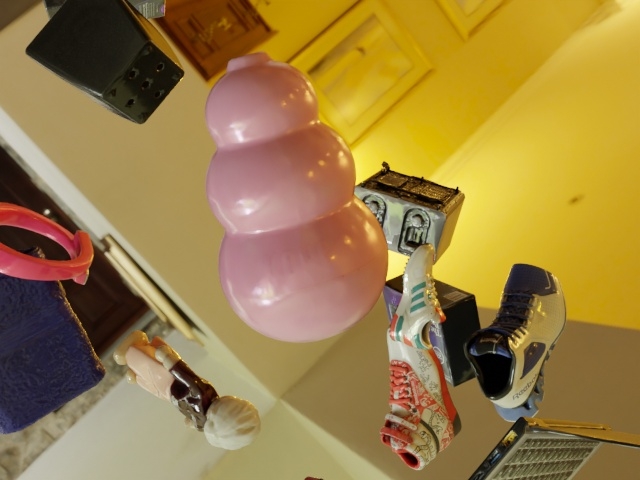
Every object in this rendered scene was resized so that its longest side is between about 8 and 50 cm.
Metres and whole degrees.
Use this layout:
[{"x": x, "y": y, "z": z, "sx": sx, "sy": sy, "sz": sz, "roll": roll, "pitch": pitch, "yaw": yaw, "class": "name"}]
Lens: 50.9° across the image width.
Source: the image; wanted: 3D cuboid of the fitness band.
[{"x": -0.537, "y": 0.003, "z": 1.262, "sx": 0.054, "sy": 0.209, "sz": 0.291, "roll": -64, "pitch": -151, "yaw": 10, "class": "fitness band"}]

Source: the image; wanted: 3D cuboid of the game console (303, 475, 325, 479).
[{"x": -0.016, "y": 0.668, "z": 1.657, "sx": 0.144, "sy": 0.124, "sz": 0.085, "roll": -56, "pitch": 167, "yaw": -27, "class": "game console"}]

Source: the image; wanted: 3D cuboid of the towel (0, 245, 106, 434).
[{"x": -0.565, "y": 0.187, "z": 1.256, "sx": 0.228, "sy": 0.308, "sz": 0.076, "roll": -30, "pitch": -154, "yaw": -23, "class": "towel"}]

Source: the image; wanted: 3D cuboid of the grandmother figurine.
[{"x": -0.238, "y": 0.266, "z": 1.204, "sx": 0.342, "sy": 0.208, "sz": 0.104, "roll": 21, "pitch": -122, "yaw": 39, "class": "grandmother figurine"}]

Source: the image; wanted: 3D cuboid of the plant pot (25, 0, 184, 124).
[{"x": -0.356, "y": -0.316, "z": 1.185, "sx": 0.187, "sy": 0.167, "sz": 0.188, "roll": -49, "pitch": 159, "yaw": 2, "class": "plant pot"}]

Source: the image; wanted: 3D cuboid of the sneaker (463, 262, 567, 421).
[{"x": 0.380, "y": 0.186, "z": 1.319, "sx": 0.127, "sy": 0.182, "sz": 0.315, "roll": 2, "pitch": -110, "yaw": 40, "class": "sneaker"}]

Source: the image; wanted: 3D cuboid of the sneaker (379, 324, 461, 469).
[{"x": 0.162, "y": 0.295, "z": 1.248, "sx": 0.145, "sy": 0.270, "sz": 0.090, "roll": -36, "pitch": -160, "yaw": -31, "class": "sneaker"}]

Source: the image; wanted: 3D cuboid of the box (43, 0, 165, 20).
[{"x": -0.512, "y": -0.597, "z": 1.572, "sx": 0.270, "sy": 0.143, "sz": 0.165, "roll": -17, "pitch": 179, "yaw": -15, "class": "box"}]

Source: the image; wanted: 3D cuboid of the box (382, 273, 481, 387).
[{"x": 0.253, "y": 0.191, "z": 1.522, "sx": 0.103, "sy": 0.184, "sz": 0.261, "roll": -22, "pitch": -163, "yaw": -17, "class": "box"}]

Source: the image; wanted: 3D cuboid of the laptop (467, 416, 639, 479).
[{"x": 0.338, "y": 0.327, "z": 0.760, "sx": 0.408, "sy": 0.382, "sz": 0.236, "roll": -54, "pitch": -127, "yaw": 10, "class": "laptop"}]

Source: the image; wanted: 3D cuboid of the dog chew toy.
[{"x": -0.040, "y": -0.052, "z": 0.791, "sx": 0.207, "sy": 0.332, "sz": 0.206, "roll": -13, "pitch": -164, "yaw": 4, "class": "dog chew toy"}]

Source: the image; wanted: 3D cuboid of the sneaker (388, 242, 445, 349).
[{"x": 0.159, "y": 0.087, "z": 1.004, "sx": 0.075, "sy": 0.161, "sz": 0.057, "roll": 21, "pitch": -169, "yaw": 34, "class": "sneaker"}]

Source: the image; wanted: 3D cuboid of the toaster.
[{"x": 0.147, "y": -0.049, "z": 1.158, "sx": 0.186, "sy": 0.168, "sz": 0.110, "roll": -37, "pitch": 143, "yaw": -61, "class": "toaster"}]
